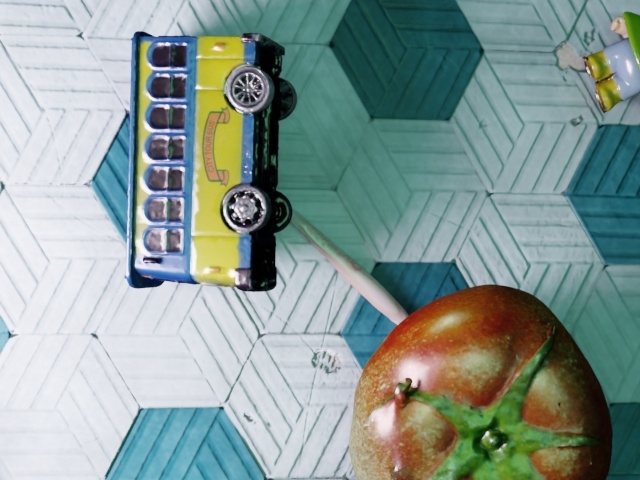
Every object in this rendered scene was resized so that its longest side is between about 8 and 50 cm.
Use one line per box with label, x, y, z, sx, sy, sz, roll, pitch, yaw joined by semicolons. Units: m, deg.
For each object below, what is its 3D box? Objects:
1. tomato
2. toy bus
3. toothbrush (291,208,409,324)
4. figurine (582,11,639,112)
tomato;0.185;0.208;1.717;0.303;0.239;0.304;0;96;0
toy bus;-0.127;-0.087;1.684;0.175;0.138;0.288;2;90;11
toothbrush;0.000;0.000;1.784;0.307;0.029;0.025;43;75;-8
figurine;0.455;-0.241;1.821;0.263;0.143;0.162;-21;88;7
